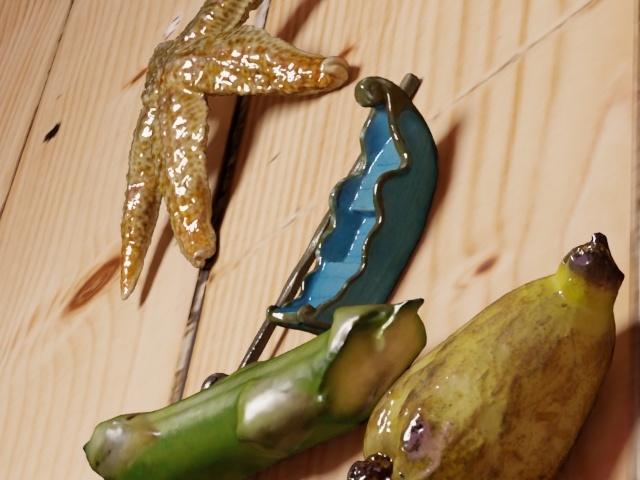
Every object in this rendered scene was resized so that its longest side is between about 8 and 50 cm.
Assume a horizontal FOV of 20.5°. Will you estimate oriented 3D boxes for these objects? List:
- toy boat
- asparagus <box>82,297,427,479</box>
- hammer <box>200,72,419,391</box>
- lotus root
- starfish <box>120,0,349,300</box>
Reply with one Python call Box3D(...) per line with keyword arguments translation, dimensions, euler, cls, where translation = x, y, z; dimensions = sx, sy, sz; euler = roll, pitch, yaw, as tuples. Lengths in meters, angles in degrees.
Box3D(translation=(0.022, -0.021, 1.214), dimensions=(0.075, 0.077, 0.185), euler=(3, 63, 63), cls="toy boat")
Box3D(translation=(-0.047, 0.118, 1.176), dimensions=(0.343, 0.082, 0.085), euler=(-25, 45, 43), cls="asparagus")
Box3D(translation=(0.000, 0.000, 1.298), dimensions=(0.292, 0.029, 0.058), euler=(-60, 26, -12), cls="hammer")
Box3D(translation=(0.101, 0.082, 0.942), dimensions=(0.191, 0.094, 0.108), euler=(-48, 46, 0), cls="lotus root")
Box3D(translation=(-0.101, -0.130, 1.557), dimensions=(0.375, 0.094, 0.327), euler=(-59, 26, 6), cls="starfish")
